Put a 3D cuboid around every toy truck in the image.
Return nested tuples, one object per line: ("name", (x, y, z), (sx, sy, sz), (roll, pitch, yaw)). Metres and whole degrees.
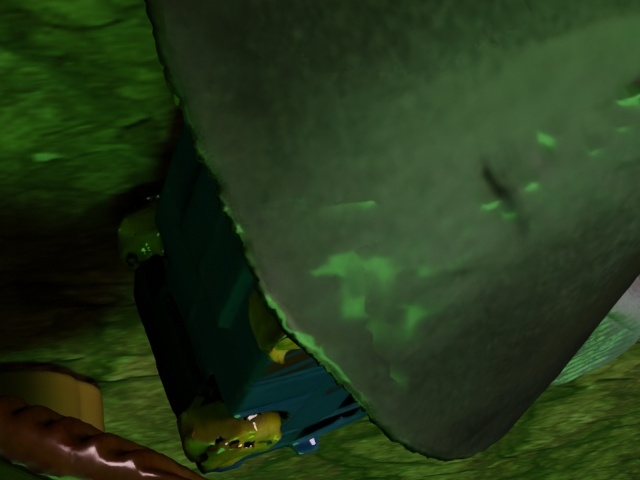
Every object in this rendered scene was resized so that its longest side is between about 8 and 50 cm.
("toy truck", (0.000, 0.000, 0.741), (0.162, 0.161, 0.385), (-14, 159, -22))

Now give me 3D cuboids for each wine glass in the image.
("wine glass", (0.179, -0.108, 0.358), (0.406, 0.267, 0.267), (-16, 160, 28))

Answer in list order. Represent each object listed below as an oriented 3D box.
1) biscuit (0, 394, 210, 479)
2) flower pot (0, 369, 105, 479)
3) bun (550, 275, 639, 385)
("biscuit", (-0.194, 0.111, 0.847), (0.318, 0.040, 0.318), (20, 168, 4))
("flower pot", (-0.248, 0.210, 1.075), (0.195, 0.179, 0.195), (-11, 160, -4))
("bun", (0.165, 0.045, 1.044), (0.141, 0.083, 0.141), (-9, 148, -6))
